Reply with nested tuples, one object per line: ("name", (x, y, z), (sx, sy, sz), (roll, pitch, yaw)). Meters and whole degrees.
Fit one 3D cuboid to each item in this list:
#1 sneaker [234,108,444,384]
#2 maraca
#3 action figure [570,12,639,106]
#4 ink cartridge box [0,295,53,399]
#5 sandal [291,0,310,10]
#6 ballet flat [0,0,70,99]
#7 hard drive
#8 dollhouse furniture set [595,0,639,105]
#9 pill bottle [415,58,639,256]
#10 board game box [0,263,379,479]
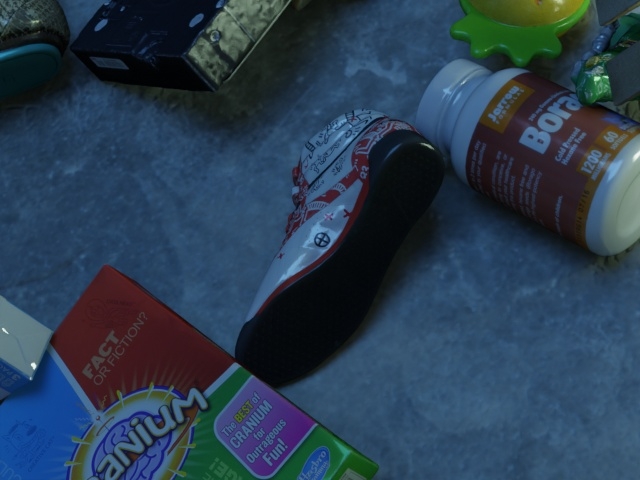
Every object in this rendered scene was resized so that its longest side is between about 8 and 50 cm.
("sneaker", (0.001, 0.000, 1.609), (0.270, 0.090, 0.145), (-55, 28, 6))
("maraca", (0.190, -0.228, 1.659), (0.127, 0.099, 0.185), (11, 46, 14))
("action figure", (0.291, -0.171, 1.564), (0.137, 0.063, 0.232), (11, 30, 34))
("ink cartridge box", (-0.340, 0.108, 1.581), (0.181, 0.104, 0.061), (-31, 31, 42))
("sandal", (0.075, -0.309, 1.768), (0.079, 0.088, 0.240), (38, 85, 5))
("ballet flat", (-0.498, -0.164, 1.771), (0.483, 0.164, 0.182), (-27, 74, -11))
("hard drive", (-0.084, -0.297, 1.767), (0.237, 0.064, 0.339), (11, 61, 53))
("dollhouse furniture set", (0.362, -0.115, 1.484), (0.262, 0.135, 0.259), (4, 69, -30))
("pill bottle", (0.197, -0.082, 1.566), (0.216, 0.121, 0.121), (30, 72, 30))
("board game box", (-0.142, 0.201, 1.510), (0.316, 0.064, 0.242), (34, 86, 31))
